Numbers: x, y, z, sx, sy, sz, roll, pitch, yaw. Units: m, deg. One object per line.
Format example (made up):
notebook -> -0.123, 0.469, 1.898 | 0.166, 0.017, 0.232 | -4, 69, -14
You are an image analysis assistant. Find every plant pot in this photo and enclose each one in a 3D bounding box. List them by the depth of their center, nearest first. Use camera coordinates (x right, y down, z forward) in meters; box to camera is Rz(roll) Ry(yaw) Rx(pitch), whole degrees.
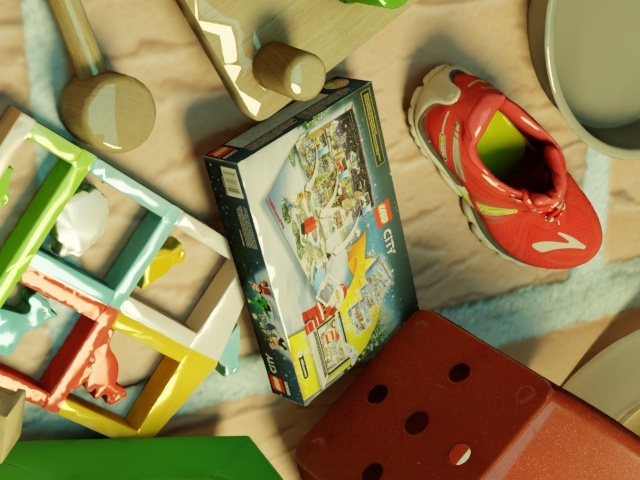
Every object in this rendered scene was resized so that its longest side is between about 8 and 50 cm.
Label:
plant pot -> 0.136, 0.220, 1.038 | 0.267, 0.267, 0.236 | -48, 128, -9

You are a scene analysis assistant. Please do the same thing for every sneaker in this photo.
sneaker -> 0.186, -0.047, 1.069 | 0.279, 0.118, 0.107 | 39, 85, -37

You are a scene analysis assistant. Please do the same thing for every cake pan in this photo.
cake pan -> 0.312, -0.225, 1.125 | 0.293, 0.054, 0.293 | -12, 114, -29

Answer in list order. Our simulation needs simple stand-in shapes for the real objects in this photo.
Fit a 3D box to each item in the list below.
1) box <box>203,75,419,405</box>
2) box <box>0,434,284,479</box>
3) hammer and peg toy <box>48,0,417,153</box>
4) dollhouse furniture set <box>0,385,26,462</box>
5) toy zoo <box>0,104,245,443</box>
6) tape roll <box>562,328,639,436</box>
box -> 0.000, 0.000, 0.989 | 0.159, 0.044, 0.233 | -35, 124, -36
box -> -0.175, 0.285, 0.939 | 0.262, 0.127, 0.231 | 5, 110, -32
hammer and peg toy -> -0.054, -0.228, 0.838 | 0.361, 0.127, 0.266 | -39, 124, -15
dollhouse furniture set -> -0.285, 0.117, 0.799 | 0.182, 0.101, 0.161 | 19, 123, 2
toy zoo -> -0.172, 0.048, 0.925 | 0.293, 0.030, 0.192 | 34, 88, -37
tape roll -> 0.367, 0.248, 1.134 | 0.392, 0.392, 0.072 | -51, 127, -6
